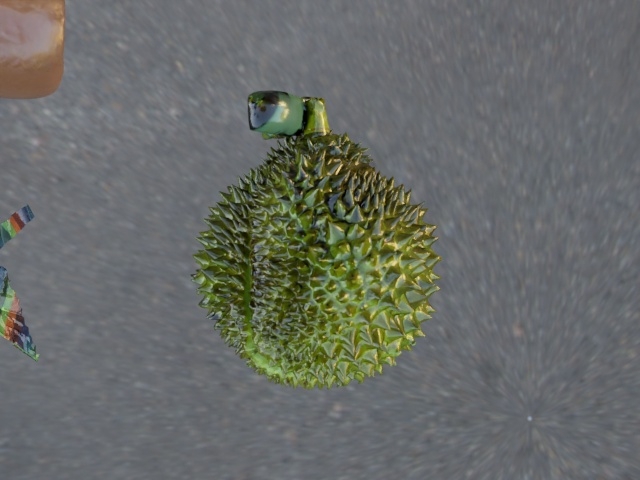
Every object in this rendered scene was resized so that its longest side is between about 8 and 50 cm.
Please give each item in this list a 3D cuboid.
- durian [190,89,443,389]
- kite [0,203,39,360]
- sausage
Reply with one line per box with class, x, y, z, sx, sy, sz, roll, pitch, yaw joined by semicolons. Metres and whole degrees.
durian;-0.003;0.013;1.208;0.159;0.146;0.198;-53;39;26
kite;-0.166;0.004;0.870;0.090;0.004;0.122;-23;87;37
sausage;-0.375;-0.195;1.571;0.304;0.121;0.121;6;84;-22
